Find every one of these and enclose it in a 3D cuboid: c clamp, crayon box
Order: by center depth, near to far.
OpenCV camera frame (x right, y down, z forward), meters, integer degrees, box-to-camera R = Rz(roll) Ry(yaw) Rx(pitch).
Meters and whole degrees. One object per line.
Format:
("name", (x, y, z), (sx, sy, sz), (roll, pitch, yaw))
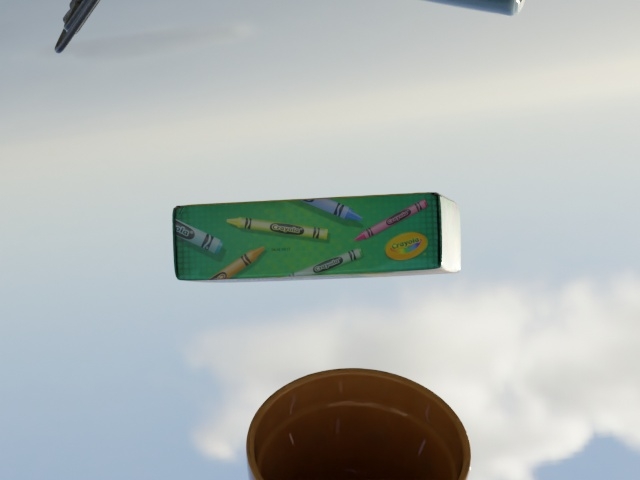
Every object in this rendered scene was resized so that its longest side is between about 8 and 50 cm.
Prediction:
("c clamp", (-0.202, -0.235, 1.593), (0.161, 0.022, 0.137), (-43, -161, 45))
("crayon box", (0.000, 0.000, 1.854), (0.278, 0.081, 0.165), (-3, 177, 11))

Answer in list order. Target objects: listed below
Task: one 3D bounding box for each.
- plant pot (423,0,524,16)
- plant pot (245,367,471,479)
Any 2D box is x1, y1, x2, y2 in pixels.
("plant pot", (0.091, -0.408, 1.924), (0.334, 0.341, 0.341), (16, -172, 9))
("plant pot", (0.043, 0.339, 2.322), (0.291, 0.203, 0.291), (3, -141, -2))
